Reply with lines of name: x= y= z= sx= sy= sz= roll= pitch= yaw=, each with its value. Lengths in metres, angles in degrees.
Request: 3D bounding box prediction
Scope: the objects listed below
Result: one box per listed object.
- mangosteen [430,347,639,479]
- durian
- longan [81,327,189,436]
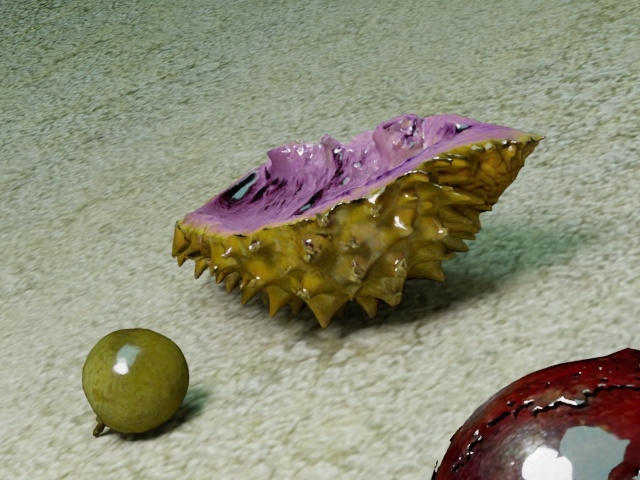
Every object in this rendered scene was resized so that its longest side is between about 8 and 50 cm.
mangosteen: x=0.098 y=0.134 z=0.685 sx=0.180 sy=0.166 sz=0.166 roll=-20 pitch=18 yaw=8
durian: x=-0.001 y=-0.001 z=1.259 sx=0.191 sy=0.112 sz=0.341 roll=-39 pitch=19 yaw=-31
longan: x=-0.124 y=0.096 z=1.145 sx=0.083 sy=0.075 sz=0.075 roll=-56 pitch=14 yaw=11
